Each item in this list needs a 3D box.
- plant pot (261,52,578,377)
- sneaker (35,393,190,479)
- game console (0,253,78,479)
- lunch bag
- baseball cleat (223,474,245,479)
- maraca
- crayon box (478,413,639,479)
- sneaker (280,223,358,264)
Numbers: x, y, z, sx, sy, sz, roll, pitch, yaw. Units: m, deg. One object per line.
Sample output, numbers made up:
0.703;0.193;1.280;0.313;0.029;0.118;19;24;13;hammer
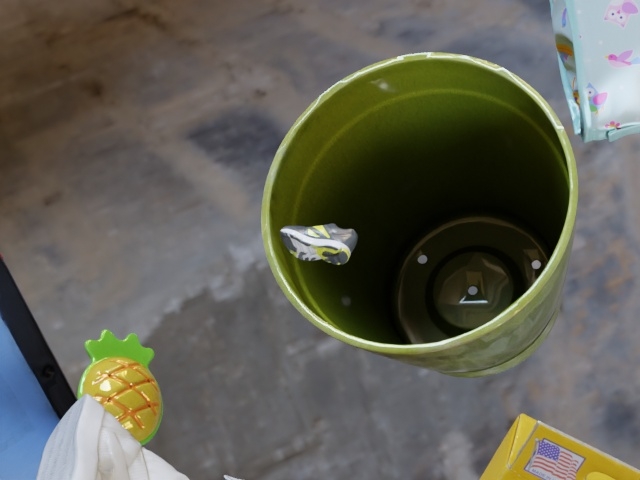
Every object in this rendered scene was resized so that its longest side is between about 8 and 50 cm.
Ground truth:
0.158;0.013;1.846;0.366;0.366;0.353;61;-175;27;plant pot
-0.190;0.270;1.414;0.169;0.108;0.292;39;-161;-14;sneaker
-0.402;0.216;1.494;0.060;0.342;0.386;13;134;47;game console
0.408;-0.263;1.881;0.160;0.223;0.262;83;177;-84;lunch bag
-0.027;0.271;1.374;0.206;0.072;0.109;11;171;36;baseball cleat
-0.287;0.213;2.153;0.099;0.127;0.185;-46;41;46;maraca
0.206;0.286;1.260;0.323;0.203;0.083;-64;-1;33;crayon box
0.000;0.000;1.405;0.083;0.035;0.031;16;138;34;sneaker
